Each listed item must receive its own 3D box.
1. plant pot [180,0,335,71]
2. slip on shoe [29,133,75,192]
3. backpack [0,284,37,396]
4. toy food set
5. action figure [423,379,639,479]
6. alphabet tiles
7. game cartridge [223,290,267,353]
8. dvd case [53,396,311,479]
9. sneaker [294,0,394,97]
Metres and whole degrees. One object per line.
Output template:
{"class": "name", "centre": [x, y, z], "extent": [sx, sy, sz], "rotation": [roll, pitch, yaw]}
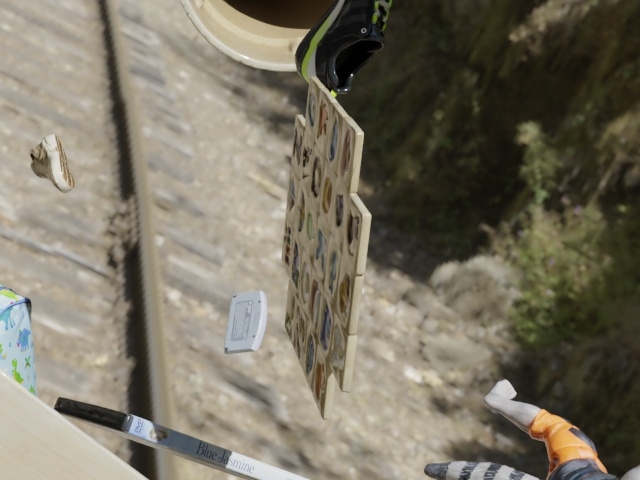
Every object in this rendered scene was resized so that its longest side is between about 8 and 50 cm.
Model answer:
{"class": "plant pot", "centre": [-0.065, -0.468, 2.067], "extent": [0.334, 0.333, 0.305], "rotation": [25, 20, -19]}
{"class": "slip on shoe", "centre": [-0.327, -0.089, 1.609], "extent": [0.135, 0.041, 0.051], "rotation": [-122, -172, -58]}
{"class": "backpack", "centre": [-0.577, 0.233, 2.137], "extent": [0.273, 0.355, 0.290], "rotation": [-15, -2, 15]}
{"class": "toy food set", "centre": [-0.274, 0.253, 1.236], "extent": [0.306, 0.219, 0.092], "rotation": [41, 5, -21]}
{"class": "action figure", "centre": [0.263, 0.325, 1.387], "extent": [0.179, 0.341, 0.330], "rotation": [18, -3, -35]}
{"class": "alphabet tiles", "centre": [0.000, 0.000, 1.324], "extent": [0.011, 0.285, 0.342], "rotation": [2, 19, -12]}
{"class": "game cartridge", "centre": [-0.096, 0.107, 1.744], "extent": [0.056, 0.083, 0.017], "rotation": [-10, -30, 35]}
{"class": "dvd case", "centre": [-0.153, 0.230, 1.491], "extent": [0.253, 0.022, 0.180], "rotation": [26, -14, -32]}
{"class": "sneaker", "centre": [0.064, -0.283, 1.732], "extent": [0.097, 0.234, 0.084], "rotation": [39, 9, 39]}
